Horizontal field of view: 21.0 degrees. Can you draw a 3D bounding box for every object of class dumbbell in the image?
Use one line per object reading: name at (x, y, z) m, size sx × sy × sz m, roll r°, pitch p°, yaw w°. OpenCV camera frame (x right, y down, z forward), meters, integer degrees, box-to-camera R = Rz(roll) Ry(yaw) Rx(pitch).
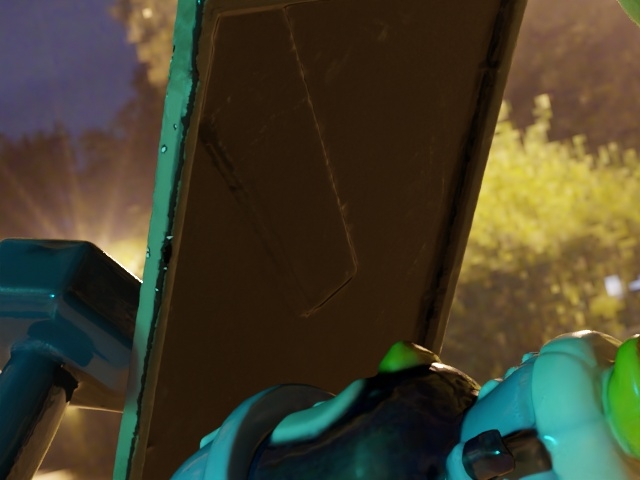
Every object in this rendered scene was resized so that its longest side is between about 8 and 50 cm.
dumbbell at (-0.225, 0.152, 1.203) m, size 0.144 × 0.156 × 0.316 m, roll -28°, pitch 31°, yaw 47°

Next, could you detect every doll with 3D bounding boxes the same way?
doll at (0.036, 0.122, 0.832) m, size 0.314 × 0.141 × 0.177 m, roll -25°, pitch -17°, yaw 26°

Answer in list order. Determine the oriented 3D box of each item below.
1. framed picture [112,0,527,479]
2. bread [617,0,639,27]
framed picture at (0.000, 0.000, 0.986) m, size 0.247 × 0.335 × 0.022 m, roll -14°, pitch 36°, yaw -39°
bread at (0.332, -0.229, 1.439) m, size 0.104 × 0.213 × 0.213 m, roll -50°, pitch 5°, yaw -15°
